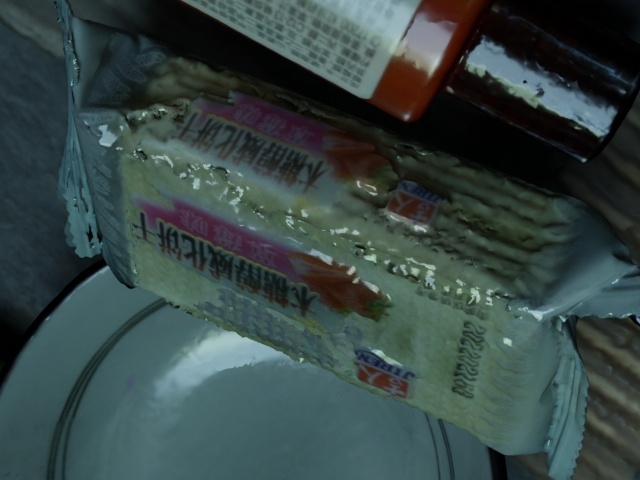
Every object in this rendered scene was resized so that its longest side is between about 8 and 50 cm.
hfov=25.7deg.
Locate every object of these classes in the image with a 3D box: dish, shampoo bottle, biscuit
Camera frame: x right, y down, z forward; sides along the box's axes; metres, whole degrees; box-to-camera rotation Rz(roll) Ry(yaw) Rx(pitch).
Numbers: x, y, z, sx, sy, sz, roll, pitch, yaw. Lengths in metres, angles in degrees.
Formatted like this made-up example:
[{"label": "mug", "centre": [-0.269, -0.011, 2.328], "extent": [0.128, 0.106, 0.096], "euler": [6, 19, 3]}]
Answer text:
[{"label": "dish", "centre": [-0.040, 0.148, 0.807], "extent": [0.316, 0.106, 0.316], "euler": [-1, 84, 13]}, {"label": "shampoo bottle", "centre": [0.015, -0.123, 0.630], "extent": [0.278, 0.104, 0.104], "euler": [28, 130, 0]}, {"label": "biscuit", "centre": [-0.001, 0.003, 0.683], "extent": [0.309, 0.079, 0.186], "euler": [23, 144, 13]}]

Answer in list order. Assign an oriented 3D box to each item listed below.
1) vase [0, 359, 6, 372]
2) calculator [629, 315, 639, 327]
[{"label": "vase", "centre": [-0.289, 0.067, 0.881], "extent": [0.299, 0.143, 0.143], "euler": [45, 128, -9]}, {"label": "calculator", "centre": [0.277, 0.036, 0.632], "extent": [0.261, 0.161, 0.021], "euler": [35, 174, -4]}]
